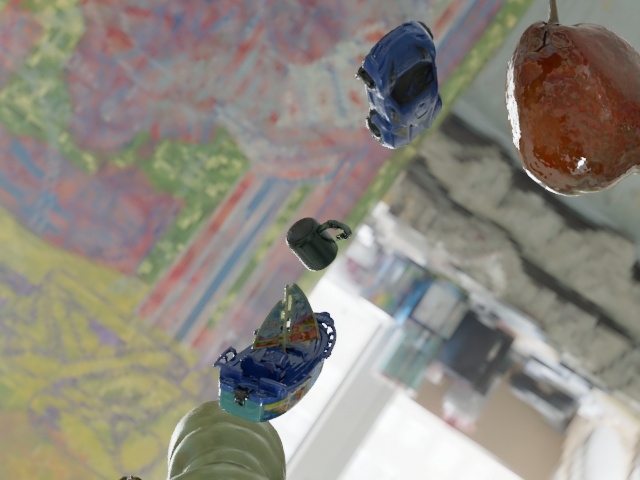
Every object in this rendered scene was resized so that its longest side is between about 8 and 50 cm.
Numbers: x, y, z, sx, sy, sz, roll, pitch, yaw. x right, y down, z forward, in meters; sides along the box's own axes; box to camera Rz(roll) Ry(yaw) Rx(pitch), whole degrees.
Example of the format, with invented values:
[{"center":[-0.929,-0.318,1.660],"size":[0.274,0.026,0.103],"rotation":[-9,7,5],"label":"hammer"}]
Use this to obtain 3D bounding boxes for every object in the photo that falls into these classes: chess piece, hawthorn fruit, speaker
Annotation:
[{"center":[-0.128,0.359,2.096],"size":[0.234,0.234,0.442],"rotation":[36,-171,-10],"label":"chess piece"},{"center":[0.327,-0.193,2.000],"size":[0.262,0.210,0.210],"rotation":[64,163,-11],"label":"hawthorn fruit"},{"center":[0.001,-0.004,2.359],"size":[0.075,0.094,0.060],"rotation":[50,-167,-34],"label":"speaker"}]

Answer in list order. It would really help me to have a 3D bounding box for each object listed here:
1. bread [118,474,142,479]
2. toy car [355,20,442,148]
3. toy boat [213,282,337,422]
[{"center":[-0.303,0.399,2.342],"size":[0.072,0.106,0.053],"rotation":[-10,117,42],"label":"bread"},{"center":[0.102,-0.183,1.863],"size":[0.063,0.103,0.216],"rotation":[47,169,21],"label":"toy car"},{"center":[-0.031,0.092,1.494],"size":[0.091,0.110,0.175],"rotation":[18,-153,22],"label":"toy boat"}]
